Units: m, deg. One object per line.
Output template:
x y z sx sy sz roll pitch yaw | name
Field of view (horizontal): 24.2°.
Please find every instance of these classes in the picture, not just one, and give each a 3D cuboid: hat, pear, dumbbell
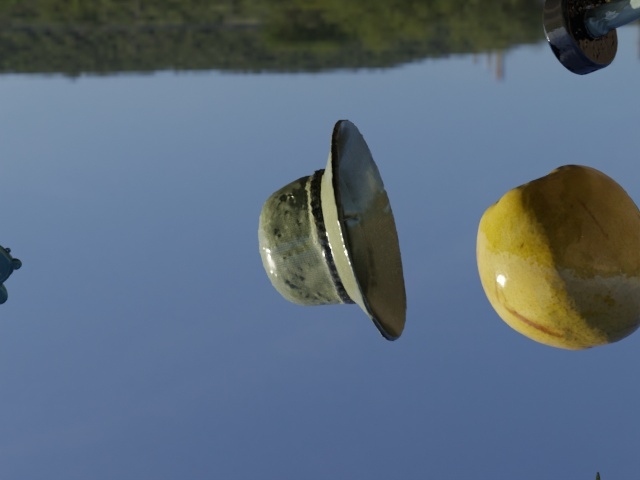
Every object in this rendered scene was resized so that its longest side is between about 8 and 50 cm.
0.000 0.000 1.688 0.130 0.257 0.257 -12 -172 15 | hat
0.414 0.033 2.518 0.314 0.314 0.314 -1 -169 0 | pear
0.336 -0.249 1.574 0.100 0.100 0.191 -12 174 -46 | dumbbell

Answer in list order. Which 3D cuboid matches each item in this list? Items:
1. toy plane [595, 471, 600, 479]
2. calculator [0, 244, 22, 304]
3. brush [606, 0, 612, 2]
0.288 0.293 1.676 0.102 0.040 0.111 22 136 -24 | toy plane
-0.394 0.046 1.652 0.141 0.094 0.019 -34 -155 20 | calculator
0.424 -0.319 1.706 0.218 0.082 0.010 -22 -139 27 | brush
